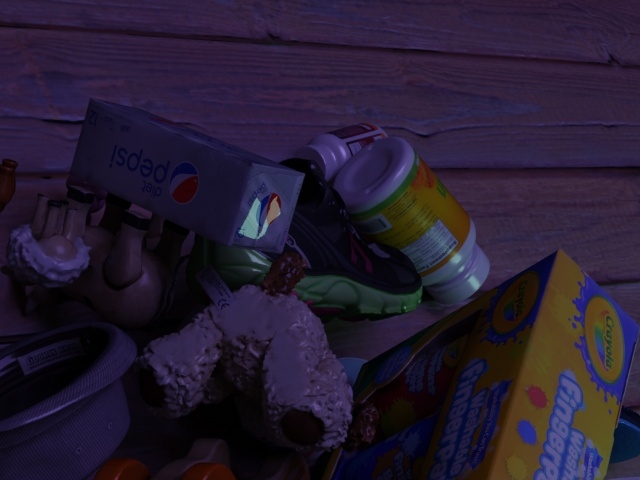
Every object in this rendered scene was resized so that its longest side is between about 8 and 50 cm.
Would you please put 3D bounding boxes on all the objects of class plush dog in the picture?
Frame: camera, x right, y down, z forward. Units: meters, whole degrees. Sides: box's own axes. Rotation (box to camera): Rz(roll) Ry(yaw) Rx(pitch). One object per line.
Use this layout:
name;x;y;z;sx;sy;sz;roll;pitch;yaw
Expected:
plush dog;-0.050;0.156;1.748;0.262;0.225;0.211;10;57;23

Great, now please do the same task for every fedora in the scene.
fedora;-0.308;0.197;1.647;0.275;0.243;0.124;-38;116;-48

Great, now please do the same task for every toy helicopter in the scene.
toy helicopter;-0.102;0.329;1.719;0.355;0.140;0.235;-18;104;-61

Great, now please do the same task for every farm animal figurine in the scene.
farm animal figurine;-0.266;0.024;1.819;0.330;0.172;0.326;10;10;-36

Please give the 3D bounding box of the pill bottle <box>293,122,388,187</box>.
pill bottle;0.031;-0.122;2.280;0.152;0.086;0.086;-19;71;-48

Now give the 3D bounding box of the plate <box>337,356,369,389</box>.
plate;0.062;0.243;2.051;0.188;0.024;0.188;23;46;-26

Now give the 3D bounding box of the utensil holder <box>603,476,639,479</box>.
utensil holder;0.363;0.528;1.856;0.327;0.327;0.386;14;52;-33

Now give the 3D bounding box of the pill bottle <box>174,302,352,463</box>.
pill bottle;-0.081;0.173;1.905;0.221;0.124;0.124;34;41;-14

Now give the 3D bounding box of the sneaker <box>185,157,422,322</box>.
sneaker;0.000;0.000;1.971;0.483;0.185;0.202;16;72;-65

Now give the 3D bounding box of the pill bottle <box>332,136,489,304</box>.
pill bottle;0.138;-0.022;2.223;0.246;0.136;0.136;47;35;-30

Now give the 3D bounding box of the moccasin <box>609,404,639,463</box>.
moccasin;0.338;0.228;2.224;0.342;0.138;0.117;22;41;-28

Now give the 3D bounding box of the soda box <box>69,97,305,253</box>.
soda box;-0.155;-0.075;1.735;0.286;0.098;0.091;23;10;40

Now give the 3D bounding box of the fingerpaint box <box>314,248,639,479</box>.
fingerpaint box;0.155;0.269;1.803;0.163;0.371;0.445;43;42;-15
